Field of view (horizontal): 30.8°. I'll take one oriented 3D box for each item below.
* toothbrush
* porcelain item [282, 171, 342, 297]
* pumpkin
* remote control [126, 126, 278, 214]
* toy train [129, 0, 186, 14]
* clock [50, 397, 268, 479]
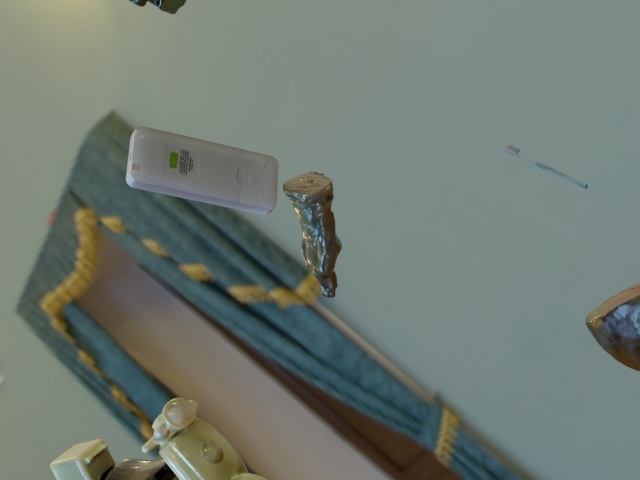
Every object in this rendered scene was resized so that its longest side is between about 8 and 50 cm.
[{"bbox_3d":[0.393,-0.129,2.022,0.014,0.167,0.011,-56,-29,-8],"label":"toothbrush"},{"bbox_3d":[0.000,0.000,1.874,0.069,0.081,0.215,-33,-56,-35],"label":"porcelain item"},{"bbox_3d":[0.458,0.144,1.571,0.148,0.169,0.312,-27,-4,7],"label":"pumpkin"},{"bbox_3d":[-0.188,-0.112,1.888,0.034,0.250,0.103,141,136,-58],"label":"remote control"},{"bbox_3d":[-0.314,-0.562,2.373,0.198,0.107,0.154,-59,-21,12],"label":"toy train"},{"bbox_3d":[-0.219,0.380,1.723,0.379,0.276,0.120,-24,8,34],"label":"clock"}]
